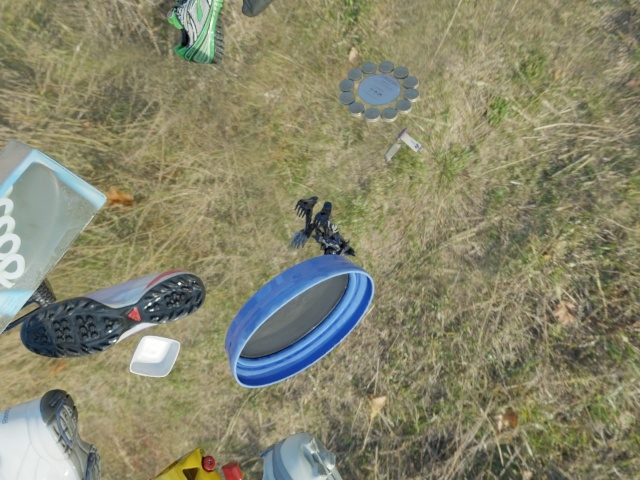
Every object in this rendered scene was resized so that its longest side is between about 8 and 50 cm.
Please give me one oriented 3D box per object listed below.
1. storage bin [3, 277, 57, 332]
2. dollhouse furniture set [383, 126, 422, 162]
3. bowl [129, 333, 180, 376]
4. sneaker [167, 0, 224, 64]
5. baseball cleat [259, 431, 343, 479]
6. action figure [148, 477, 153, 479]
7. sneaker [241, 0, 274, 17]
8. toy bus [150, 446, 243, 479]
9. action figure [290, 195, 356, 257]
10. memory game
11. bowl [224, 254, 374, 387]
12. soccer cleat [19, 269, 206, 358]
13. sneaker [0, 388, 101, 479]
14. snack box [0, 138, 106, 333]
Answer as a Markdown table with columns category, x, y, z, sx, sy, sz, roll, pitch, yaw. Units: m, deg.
| category | x | y | z | sx | sy | sz | roll | pitch | yaw |
| --- | --- | --- | --- | --- | --- | --- | --- | --- | --- |
| storage bin | -0.631 | 0.103 | 1.029 | 0.122 | 0.180 | 0.084 | -33 | 116 | -24 |
| dollhouse furniture set | 0.245 | -0.266 | 1.511 | 0.081 | 0.091 | 0.114 | 38 | 88 | -8 |
| bowl | -0.557 | 0.378 | 1.674 | 0.142 | 0.053 | 0.142 | 21 | 94 | -34 |
| sneaker | -0.351 | -0.663 | 1.401 | 0.146 | 0.134 | 0.343 | -12 | 128 | -25 |
| baseball cleat | 0.003 | 0.315 | 0.557 | 0.109 | 0.072 | 0.205 | -34 | 78 | 27 |
| action figure | -0.357 | 0.494 | 0.945 | 0.030 | 0.115 | 0.038 | -22 | 100 | 37 |
| sneaker | -0.212 | -0.701 | 1.269 | 0.130 | 0.109 | 0.286 | -31 | 81 | 34 |
| toy bus | -0.232 | 0.501 | 0.944 | 0.202 | 0.104 | 0.190 | 12 | 108 | 28 |
| action figure | 0.000 | 0.000 | 1.396 | 0.164 | 0.275 | 0.141 | 30 | 69 | 30 |
| memory game | 0.131 | -0.337 | 1.128 | 0.186 | 0.012 | 0.186 | -3 | 61 | 5 |
| bowl | -0.048 | 0.190 | 1.182 | 0.391 | 0.391 | 0.077 | -50 | 59 | 15 |
| soccer cleat | -0.378 | 0.130 | 0.938 | 0.318 | 0.116 | 0.108 | -17 | 103 | -23 |
| sneaker | -0.443 | 0.367 | 0.813 | 0.129 | 0.111 | 0.297 | -9 | 116 | -8 |
| snack box | -0.301 | 0.068 | 0.373 | 0.060 | 0.187 | 0.322 | 42 | 77 | -35 |
